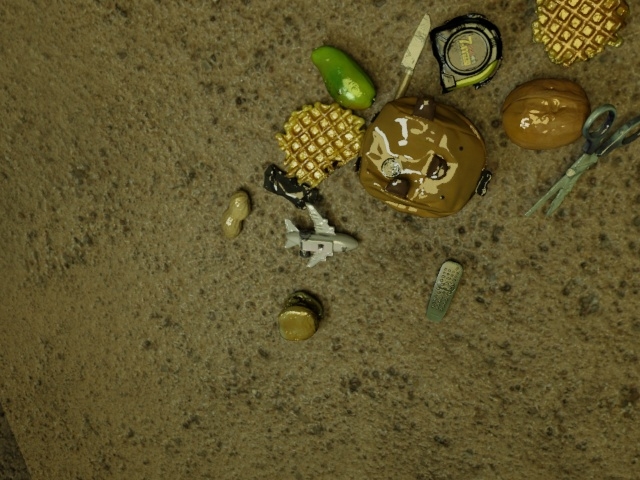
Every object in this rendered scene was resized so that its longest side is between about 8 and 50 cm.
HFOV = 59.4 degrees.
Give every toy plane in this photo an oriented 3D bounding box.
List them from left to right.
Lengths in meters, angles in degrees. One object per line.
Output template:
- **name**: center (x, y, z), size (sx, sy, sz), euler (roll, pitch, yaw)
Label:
- **toy plane**: center (-0.002, 0.003, 1.850), size (0.255, 0.101, 0.251), euler (10, 125, 13)

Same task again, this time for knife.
- **knife**: center (0.254, -0.507, 1.620), size (0.047, 0.017, 0.298), euler (26, 116, 10)

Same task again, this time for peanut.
- **peanut**: center (-0.289, -0.086, 1.916), size (0.082, 0.082, 0.187), euler (32, 117, 3)

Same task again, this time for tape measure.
- **tape measure**: center (0.402, -0.510, 1.526), size (0.186, 0.112, 0.199), euler (-8, 114, 27)

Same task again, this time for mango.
- **mango**: center (0.064, -0.472, 1.641), size (0.233, 0.111, 0.125), euler (41, 112, 0)

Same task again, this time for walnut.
- **walnut**: center (0.598, -0.337, 1.495), size (0.225, 0.193, 0.193), euler (-6, 109, 6)

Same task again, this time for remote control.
- **remote control**: center (0.400, 0.165, 1.826), size (0.072, 0.042, 0.222), euler (19, 114, 9)

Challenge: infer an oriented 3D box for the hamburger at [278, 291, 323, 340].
- **hamburger**: center (-0.068, 0.272, 1.966), size (0.159, 0.131, 0.185), euler (0, 118, 7)

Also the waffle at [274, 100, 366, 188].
- **waffle**: center (0.006, -0.295, 1.754), size (0.309, 0.065, 0.283), euler (12, 113, 14)

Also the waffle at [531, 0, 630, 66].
- **waffle**: center (0.669, -0.582, 1.452), size (0.243, 0.059, 0.238), euler (-10, 110, 23)

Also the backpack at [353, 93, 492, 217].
- **backpack**: center (0.298, -0.237, 1.608), size (0.377, 0.201, 0.354), euler (17, 112, 4)

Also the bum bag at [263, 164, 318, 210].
- **bum bag**: center (-0.104, -0.170, 1.842), size (0.197, 0.049, 0.087), euler (30, 111, 5)

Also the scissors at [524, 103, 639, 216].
- **scissors**: center (0.708, -0.201, 1.534), size (0.383, 0.255, 0.029), euler (-57, 45, 36)
